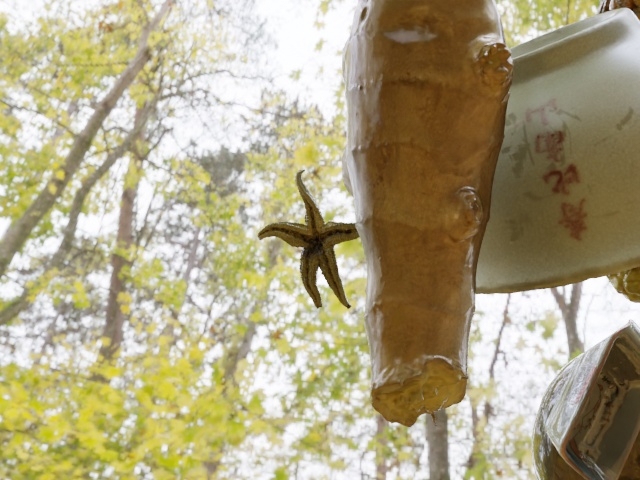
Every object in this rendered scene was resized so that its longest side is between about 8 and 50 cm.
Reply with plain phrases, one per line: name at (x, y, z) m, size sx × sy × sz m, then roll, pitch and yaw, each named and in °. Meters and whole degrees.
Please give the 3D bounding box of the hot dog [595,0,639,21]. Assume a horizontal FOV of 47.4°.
hot dog at (0.472, -0.363, 1.146) m, size 0.072 × 0.269 × 0.109 m, roll 12°, pitch -73°, yaw 12°

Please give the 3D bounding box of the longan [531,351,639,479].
longan at (0.526, 0.356, 1.251) m, size 0.361 × 0.360 × 0.360 m, roll 5°, pitch -40°, yaw 4°

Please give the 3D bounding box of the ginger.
ginger at (0.058, -0.051, 0.628) m, size 0.166 × 0.375 × 0.236 m, roll 21°, pitch -4°, yaw -38°

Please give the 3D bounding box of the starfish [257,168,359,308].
starfish at (0.001, -0.001, 1.110) m, size 0.217 × 0.050 × 0.223 m, roll -6°, pitch -75°, yaw 36°

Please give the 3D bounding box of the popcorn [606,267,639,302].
popcorn at (0.692, 0.008, 1.530) m, size 0.249 × 0.249 × 0.225 m, roll 32°, pitch -37°, yaw -26°

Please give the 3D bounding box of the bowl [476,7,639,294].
bowl at (0.275, -0.127, 0.798) m, size 0.435 × 0.435 × 0.195 m, roll -17°, pitch -77°, yaw 27°

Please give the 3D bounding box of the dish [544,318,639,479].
dish at (0.402, 0.223, 1.045) m, size 0.154 × 0.234 × 0.064 m, roll 41°, pitch -17°, yaw -31°
